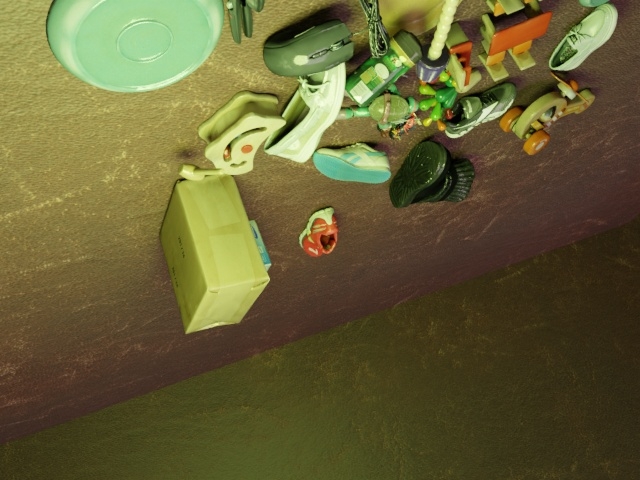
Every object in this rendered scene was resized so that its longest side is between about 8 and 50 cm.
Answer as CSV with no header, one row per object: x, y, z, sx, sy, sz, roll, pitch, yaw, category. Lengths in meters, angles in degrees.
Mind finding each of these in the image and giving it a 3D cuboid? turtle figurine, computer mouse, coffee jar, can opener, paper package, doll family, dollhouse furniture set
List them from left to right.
-0.298,0.040,1.729,0.168,0.324,0.309,-9,155,-28,paper package
-0.146,-0.423,1.179,0.059,0.073,0.186,-24,168,-18,can opener
0.003,-0.416,1.269,0.262,0.060,0.184,-10,130,6,computer mouse
0.148,-0.336,1.543,0.234,0.118,0.175,0,120,-12,turtle figurine
0.139,-0.378,1.402,0.184,0.079,0.096,-38,-172,20,coffee jar
0.205,-0.314,1.735,0.111,0.076,0.193,-34,159,14,doll family
0.418,-0.466,1.509,0.259,0.135,0.262,-22,158,-1,dollhouse furniture set

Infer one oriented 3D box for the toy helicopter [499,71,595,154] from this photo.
0.739,-0.420,1.984,0.355,0.140,0.235,-21,151,-33,toy helicopter

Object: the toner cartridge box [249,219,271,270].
-0.270,0.095,2.085,0.075,0.165,0.348,-10,155,-30,toner cartridge box

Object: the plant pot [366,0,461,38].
0.200,-0.514,1.332,0.236,0.032,0.236,-19,157,-8,plant pot

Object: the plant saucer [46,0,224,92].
-0.320,-0.368,1.155,0.318,0.043,0.317,-20,158,-9,plant saucer

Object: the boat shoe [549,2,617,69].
0.689,-0.528,1.701,0.081,0.079,0.227,-18,161,-23,boat shoe

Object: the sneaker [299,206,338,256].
0.000,0.000,2.186,0.107,0.118,0.279,-16,157,-16,sneaker

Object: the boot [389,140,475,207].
0.394,-0.216,2.048,0.260,0.131,0.348,-7,164,-19,boot

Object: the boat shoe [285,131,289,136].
-0.089,-0.259,1.619,0.038,0.046,0.125,-12,147,-14,boat shoe

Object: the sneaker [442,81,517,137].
0.444,-0.375,1.817,0.234,0.078,0.106,-30,159,23,sneaker

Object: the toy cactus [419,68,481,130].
0.343,-0.389,1.683,0.180,0.112,0.219,-31,150,-6,toy cactus

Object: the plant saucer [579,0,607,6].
0.699,-0.618,1.585,0.119,0.021,0.119,-19,157,-8,plant saucer

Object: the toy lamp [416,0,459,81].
0.262,-0.452,1.393,0.080,0.080,0.274,-17,155,-15,toy lamp

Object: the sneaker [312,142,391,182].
0.085,-0.226,1.812,0.229,0.092,0.087,9,149,-20,sneaker

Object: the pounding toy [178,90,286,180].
-0.188,-0.206,1.494,0.269,0.154,0.154,-34,151,25,pounding toy

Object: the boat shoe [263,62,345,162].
-0.033,-0.303,1.462,0.103,0.118,0.320,4,145,-25,boat shoe
